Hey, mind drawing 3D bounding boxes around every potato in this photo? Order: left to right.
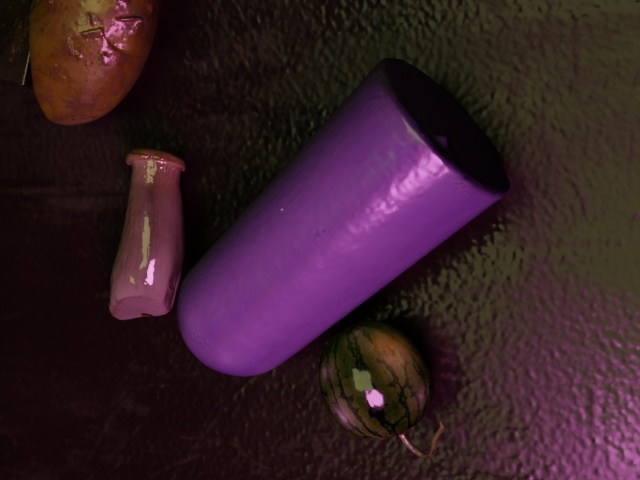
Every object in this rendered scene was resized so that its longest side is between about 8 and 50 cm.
[{"bbox_3d":[-0.312,-0.295,1.649,0.176,0.141,0.298,29,102,24],"label":"potato"}]

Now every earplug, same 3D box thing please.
[{"bbox_3d":[0.000,0.000,1.491,0.456,0.215,0.215,-43,75,24],"label":"earplug"}]

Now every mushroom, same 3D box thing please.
[{"bbox_3d":[-0.231,-0.003,1.648,0.096,0.108,0.247,6,98,-16],"label":"mushroom"}]

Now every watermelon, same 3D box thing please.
[{"bbox_3d":[0.076,0.191,1.487,0.141,0.141,0.187,-30,83,22],"label":"watermelon"}]

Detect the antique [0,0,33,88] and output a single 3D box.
[{"bbox_3d":[-0.408,-0.330,1.727,0.080,0.081,0.220,17,98,21],"label":"antique"}]
